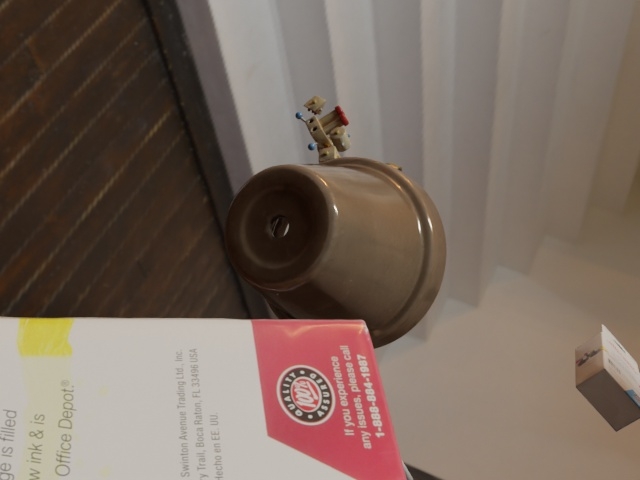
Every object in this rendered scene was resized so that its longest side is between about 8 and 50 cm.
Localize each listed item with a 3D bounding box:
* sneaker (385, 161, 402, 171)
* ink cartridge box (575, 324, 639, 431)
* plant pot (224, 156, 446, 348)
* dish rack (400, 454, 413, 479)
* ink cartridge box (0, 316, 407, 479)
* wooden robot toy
[{"bbox_3d":[0.052,-0.046,1.325,0.064,0.086,0.192,-19,135,-64],"label":"sneaker"},{"bbox_3d":[0.489,0.229,1.425,0.061,0.104,0.181,-40,-177,25],"label":"ink cartridge box"},{"bbox_3d":[0.000,0.000,1.050,0.229,0.263,0.263,23,87,-61],"label":"plant pot"},{"bbox_3d":[-0.064,0.265,1.127,0.072,0.333,0.285,-83,152,-48],"label":"dish rack"},{"bbox_3d":[-0.146,0.195,0.485,0.160,0.385,0.279,108,-21,-44],"label":"ink cartridge box"},{"bbox_3d":[0.018,-0.164,1.372,0.173,0.076,0.079,-110,173,-46],"label":"wooden robot toy"}]
